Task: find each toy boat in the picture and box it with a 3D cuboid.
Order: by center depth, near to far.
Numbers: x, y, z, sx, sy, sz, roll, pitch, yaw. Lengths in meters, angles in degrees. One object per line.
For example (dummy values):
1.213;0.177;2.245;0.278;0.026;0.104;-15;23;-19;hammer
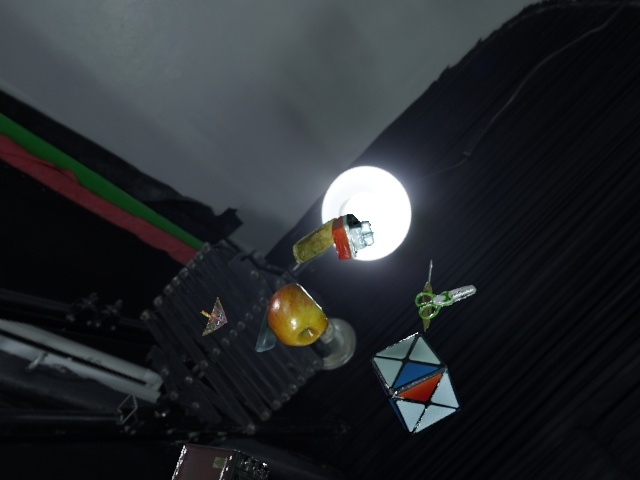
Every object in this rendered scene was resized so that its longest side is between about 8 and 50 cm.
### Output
0.122;-0.027;1.524;0.332;0.133;0.145;-64;-42;-79;toy boat

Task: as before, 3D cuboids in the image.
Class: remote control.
-0.222;0.388;1.964;0.107;0.378;0.044;-16;-127;-31;remote control

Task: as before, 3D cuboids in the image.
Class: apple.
-0.074;0.218;1.261;0.195;0.160;0.173;71;174;-47;apple

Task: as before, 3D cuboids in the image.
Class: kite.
-0.498;0.359;2.010;0.159;0.190;0.010;9;162;28;kite

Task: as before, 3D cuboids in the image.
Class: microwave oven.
-0.245;0.631;1.014;0.178;0.188;0.247;61;-147;-44;microwave oven

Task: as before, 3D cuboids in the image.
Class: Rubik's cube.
0.374;0.562;1.706;0.246;0.250;0.248;-122;8;-64;Rubik's cube

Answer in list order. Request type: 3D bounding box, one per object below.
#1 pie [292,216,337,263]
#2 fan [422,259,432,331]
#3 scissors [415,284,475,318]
0.000;0.000;1.943;0.068;0.282;0.129;14;131;51;pie
0.493;0.257;1.982;0.011;0.335;0.229;5;-177;4;fan
0.427;0.197;1.468;0.027;0.204;0.101;55;-162;-45;scissors
